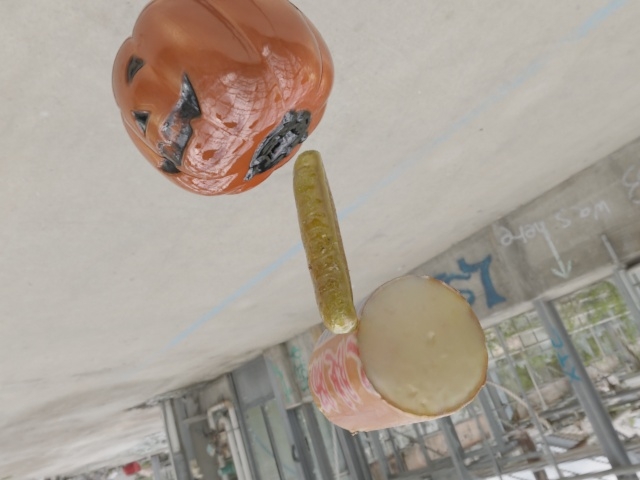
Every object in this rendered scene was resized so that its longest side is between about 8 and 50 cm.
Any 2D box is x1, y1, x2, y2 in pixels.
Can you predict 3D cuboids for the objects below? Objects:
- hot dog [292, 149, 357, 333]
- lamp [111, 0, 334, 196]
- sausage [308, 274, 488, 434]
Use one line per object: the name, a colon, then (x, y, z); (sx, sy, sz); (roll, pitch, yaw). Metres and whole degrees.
hot dog: (0.003, -0.001, 0.771); (0.061, 0.286, 0.088); (-12, 157, -2)
lamp: (-0.087, -0.137, 0.458); (0.187, 0.164, 0.187); (-43, 169, -10)
sausage: (0.120, 0.210, 0.927); (0.233, 0.233, 0.287); (-10, 161, -24)
